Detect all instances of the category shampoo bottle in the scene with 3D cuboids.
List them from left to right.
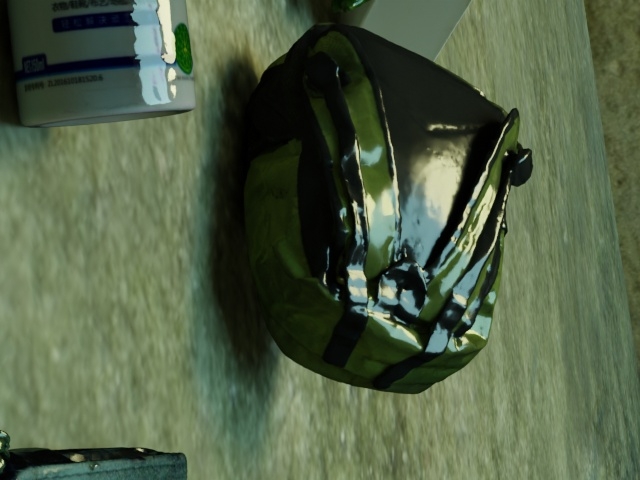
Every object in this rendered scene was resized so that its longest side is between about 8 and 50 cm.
[{"bbox_3d":[-0.120,-0.211,0.792,0.092,0.092,0.303,-14,100,-72],"label":"shampoo bottle"}]

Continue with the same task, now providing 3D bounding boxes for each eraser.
[{"bbox_3d":[0.089,-0.231,1.244,0.298,0.076,0.078,120,-23,-60],"label":"eraser"}]

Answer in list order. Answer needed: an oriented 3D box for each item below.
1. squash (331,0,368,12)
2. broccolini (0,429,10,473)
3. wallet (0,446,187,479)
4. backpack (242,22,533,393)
[{"bbox_3d":[-0.003,-0.368,1.185,0.107,0.107,0.395,-51,134,-66],"label":"squash"},{"bbox_3d":[-0.218,-0.027,0.494,0.392,0.079,0.074,59,7,-42],"label":"broccolini"},{"bbox_3d":[-0.111,0.288,0.767,0.191,0.046,0.379,13,74,-71],"label":"wallet"},{"bbox_3d":[0.044,-0.023,1.097,0.207,0.140,0.253,21,55,-24],"label":"backpack"}]
